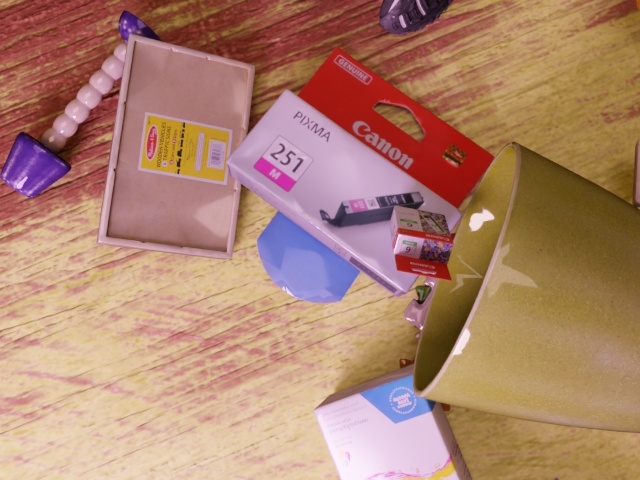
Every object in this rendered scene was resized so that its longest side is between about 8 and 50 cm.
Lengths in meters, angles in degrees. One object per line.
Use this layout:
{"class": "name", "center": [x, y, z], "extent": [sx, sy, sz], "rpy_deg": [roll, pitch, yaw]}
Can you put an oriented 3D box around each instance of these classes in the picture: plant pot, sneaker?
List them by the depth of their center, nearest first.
{"class": "plant pot", "center": [0.280, 0.080, 0.620], "extent": [0.294, 0.275, 0.274], "rpy_deg": [21, 84, 4]}
{"class": "sneaker", "center": [0.145, -0.402, 0.830], "extent": [0.108, 0.100, 0.271], "rpy_deg": [25, 85, 27]}

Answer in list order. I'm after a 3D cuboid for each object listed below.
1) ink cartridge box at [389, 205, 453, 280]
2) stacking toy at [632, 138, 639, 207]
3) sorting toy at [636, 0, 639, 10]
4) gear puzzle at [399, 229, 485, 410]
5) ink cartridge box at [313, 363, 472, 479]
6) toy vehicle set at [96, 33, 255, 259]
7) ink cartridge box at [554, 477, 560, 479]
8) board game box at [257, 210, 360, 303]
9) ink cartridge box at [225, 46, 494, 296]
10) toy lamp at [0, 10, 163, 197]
{"class": "ink cartridge box", "center": [0.113, 0.001, 0.680], "extent": [0.063, 0.115, 0.029], "rpy_deg": [11, 116, -2]}
{"class": "stacking toy", "center": [0.491, 0.029, 0.753], "extent": [0.280, 0.130, 0.308], "rpy_deg": [16, 82, 19]}
{"class": "sorting toy", "center": [0.445, -0.453, 0.798], "extent": [0.196, 0.047, 0.347], "rpy_deg": [4, 80, 46]}
{"class": "gear puzzle", "center": [0.210, 0.084, 0.784], "extent": [0.176, 0.044, 0.338], "rpy_deg": [33, 88, 4]}
{"class": "ink cartridge box", "center": [0.101, 0.278, 0.724], "extent": [0.134, 0.078, 0.230], "rpy_deg": [-24, 84, 14]}
{"class": "toy vehicle set", "center": [-0.182, -0.116, 0.790], "extent": [0.166, 0.035, 0.266], "rpy_deg": [9, 82, -22]}
{"class": "ink cartridge box", "center": [0.283, 0.435, 0.729], "extent": [0.208, 0.045, 0.206], "rpy_deg": [-40, 83, -5]}
{"class": "board game box", "center": [0.000, 0.000, 0.803], "extent": [0.133, 0.033, 0.168], "rpy_deg": [33, 76, 5]}
{"class": "ink cartridge box", "center": [0.061, -0.103, 0.783], "extent": [0.275, 0.060, 0.238], "rpy_deg": [36, 78, 4]}
{"class": "toy lamp", "center": [-0.318, -0.177, 0.816], "extent": [0.080, 0.080, 0.274], "rpy_deg": [37, 86, 6]}
